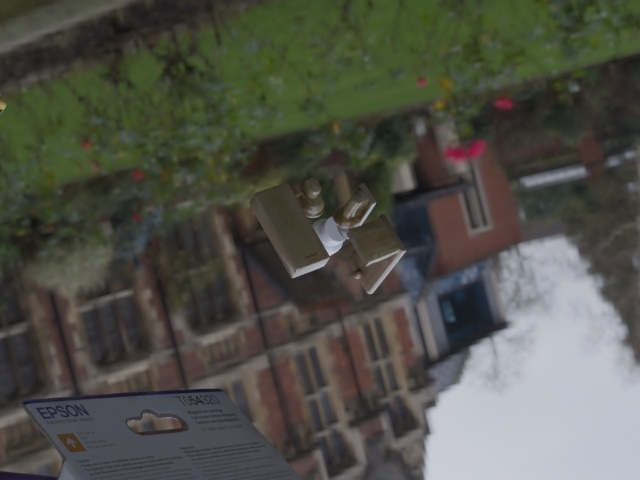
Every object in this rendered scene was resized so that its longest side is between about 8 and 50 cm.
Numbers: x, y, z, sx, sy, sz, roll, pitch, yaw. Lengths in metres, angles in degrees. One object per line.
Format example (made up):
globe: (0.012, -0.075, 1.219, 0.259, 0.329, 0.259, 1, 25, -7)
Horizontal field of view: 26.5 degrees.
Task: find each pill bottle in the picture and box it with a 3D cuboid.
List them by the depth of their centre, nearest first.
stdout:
pill bottle: (0.000, 0.000, 2.375, 0.065, 0.065, 0.116, -17, 170, -35)

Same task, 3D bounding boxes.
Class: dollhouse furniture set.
dollhouse furniture set: (-0.006, 0.005, 1.754, 0.151, 0.144, 0.123, -21, 161, -29)

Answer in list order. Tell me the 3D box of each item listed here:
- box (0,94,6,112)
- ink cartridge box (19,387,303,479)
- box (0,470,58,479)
box: (-0.405, -0.232, 1.048, 0.079, 0.322, 0.257, -41, 147, 26)
ink cartridge box: (-0.098, 0.278, 1.280, 0.071, 0.330, 0.324, -54, 153, 16)
box: (-0.351, 0.368, 1.241, 0.183, 0.294, 0.296, -28, 152, 30)
